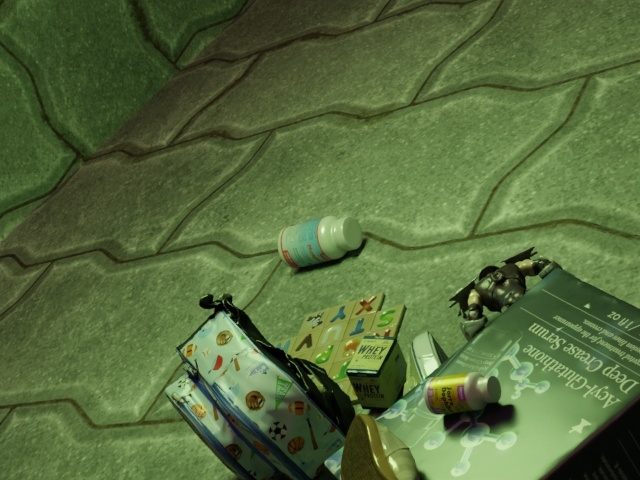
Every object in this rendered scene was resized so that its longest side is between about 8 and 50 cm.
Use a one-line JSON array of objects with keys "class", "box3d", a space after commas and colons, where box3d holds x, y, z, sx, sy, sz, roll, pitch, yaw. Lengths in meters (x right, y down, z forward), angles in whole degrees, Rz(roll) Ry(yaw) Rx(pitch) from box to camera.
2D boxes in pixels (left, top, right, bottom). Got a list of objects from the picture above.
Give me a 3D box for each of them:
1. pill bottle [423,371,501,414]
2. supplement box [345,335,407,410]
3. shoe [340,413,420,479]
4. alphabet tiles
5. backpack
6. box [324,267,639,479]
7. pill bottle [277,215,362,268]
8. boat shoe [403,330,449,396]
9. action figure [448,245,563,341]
[{"class": "pill bottle", "box3d": [0.162, 0.173, 1.338, 0.083, 0.043, 0.043, -14, 31, 37]}, {"class": "supplement box", "box3d": [0.090, 0.205, 1.818, 0.056, 0.083, 0.083, -1, 39, 31]}, {"class": "shoe", "box3d": [0.070, 0.261, 1.293, 0.076, 0.058, 0.219, -64, 17, 13]}, {"class": "alphabet tiles", "box3d": [-0.001, 0.218, 2.006, 0.285, 0.011, 0.342, -18, 29, 30]}, {"class": "backpack", "box3d": [-0.086, 0.249, 1.770, 0.213, 0.276, 0.263, -53, 41, -8]}, {"class": "box", "box3d": [0.256, 0.261, 1.371, 0.395, 0.212, 0.293, -39, 26, -9]}, {"class": "pill bottle", "box3d": [0.000, 0.000, 2.310, 0.160, 0.087, 0.087, -14, 31, 37]}, {"class": "boat shoe", "box3d": [0.156, 0.239, 1.664, 0.094, 0.109, 0.302, -31, 27, 12]}, {"class": "action figure", "box3d": [0.300, 0.099, 1.760, 0.185, 0.099, 0.285, -42, 21, -1]}]
